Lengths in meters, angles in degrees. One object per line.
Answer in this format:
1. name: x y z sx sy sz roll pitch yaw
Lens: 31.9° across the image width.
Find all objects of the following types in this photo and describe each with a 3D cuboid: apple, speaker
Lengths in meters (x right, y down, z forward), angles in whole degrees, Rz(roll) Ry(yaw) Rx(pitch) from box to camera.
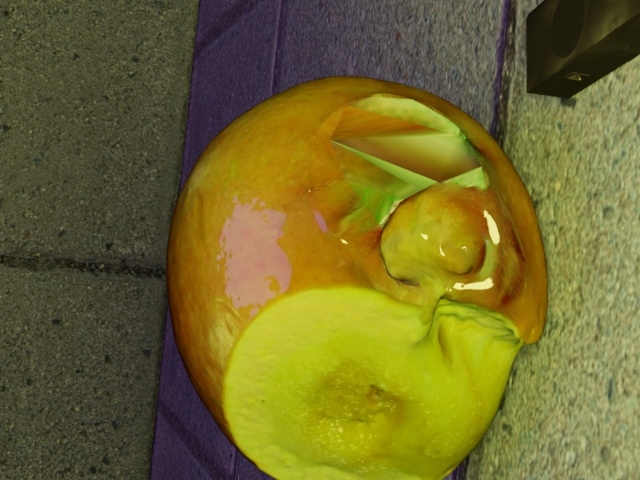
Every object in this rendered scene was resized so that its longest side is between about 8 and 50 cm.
1. apple: 0.042 0.037 1.039 0.384 0.374 0.374 60 154 11
2. speaker: 0.234 -0.189 0.904 0.218 0.044 0.082 146 128 -70
